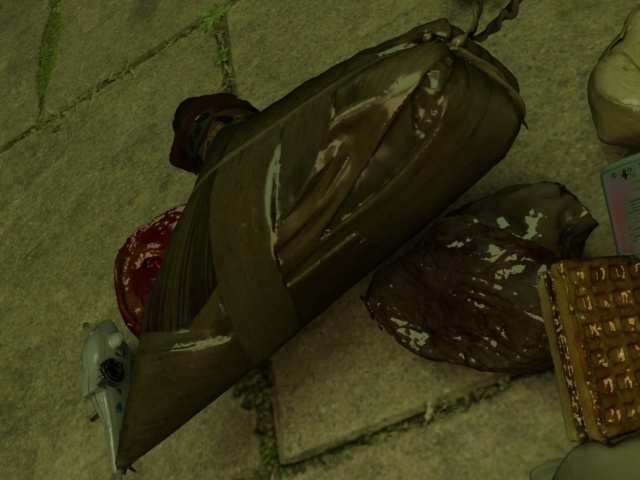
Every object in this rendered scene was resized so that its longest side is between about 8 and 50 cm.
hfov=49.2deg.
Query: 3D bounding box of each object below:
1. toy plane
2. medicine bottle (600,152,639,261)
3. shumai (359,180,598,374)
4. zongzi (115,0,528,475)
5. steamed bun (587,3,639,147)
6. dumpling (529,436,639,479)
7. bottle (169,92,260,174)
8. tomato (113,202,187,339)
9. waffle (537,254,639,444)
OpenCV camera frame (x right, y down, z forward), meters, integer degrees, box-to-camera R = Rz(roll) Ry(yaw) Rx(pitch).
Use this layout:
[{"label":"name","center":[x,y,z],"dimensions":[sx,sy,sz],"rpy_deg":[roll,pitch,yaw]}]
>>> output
[{"label":"toy plane","center":[-0.289,0.234,0.945],"dimensions":[0.182,0.107,0.273],"rpy_deg":[-15,57,32]},{"label":"medicine bottle","center":[0.335,0.017,0.658],"dimensions":[0.094,0.119,0.188],"rpy_deg":[-18,51,29]},{"label":"shumai","center":[0.193,0.044,0.740],"dimensions":[0.185,0.184,0.218],"rpy_deg":[-28,-4,-42]},{"label":"zongzi","center":[0.016,0.012,0.704],"dimensions":[0.500,0.218,0.467],"rpy_deg":[-21,44,46]},{"label":"steamed bun","center":[0.385,-0.166,0.760],"dimensions":[0.212,0.110,0.231],"rpy_deg":[-23,44,-4]},{"label":"dumpling","center":[0.270,0.209,0.572],"dimensions":[0.155,0.111,0.181],"rpy_deg":[-17,33,-18]},{"label":"bottle","center":[-0.157,-0.152,1.099],"dimensions":[0.156,0.143,0.271],"rpy_deg":[-28,34,-18]},{"label":"tomato","center":[-0.179,0.058,0.999],"dimensions":[0.228,0.101,0.228],"rpy_deg":[-12,53,16]},{"label":"waffle","center":[0.241,0.088,0.586],"dimensions":[0.042,0.102,0.148],"rpy_deg":[151,112,-63]}]
